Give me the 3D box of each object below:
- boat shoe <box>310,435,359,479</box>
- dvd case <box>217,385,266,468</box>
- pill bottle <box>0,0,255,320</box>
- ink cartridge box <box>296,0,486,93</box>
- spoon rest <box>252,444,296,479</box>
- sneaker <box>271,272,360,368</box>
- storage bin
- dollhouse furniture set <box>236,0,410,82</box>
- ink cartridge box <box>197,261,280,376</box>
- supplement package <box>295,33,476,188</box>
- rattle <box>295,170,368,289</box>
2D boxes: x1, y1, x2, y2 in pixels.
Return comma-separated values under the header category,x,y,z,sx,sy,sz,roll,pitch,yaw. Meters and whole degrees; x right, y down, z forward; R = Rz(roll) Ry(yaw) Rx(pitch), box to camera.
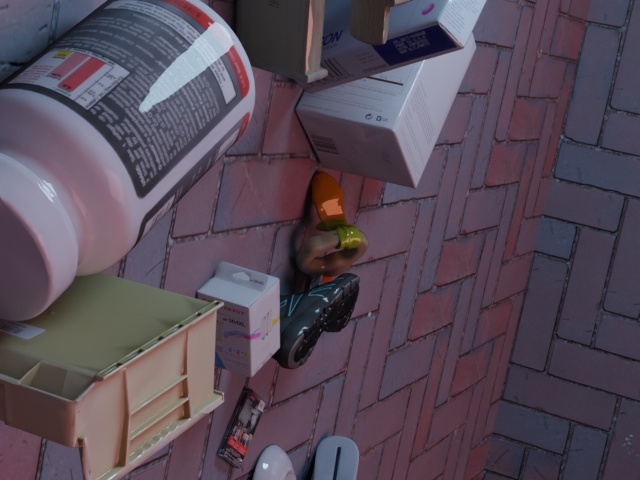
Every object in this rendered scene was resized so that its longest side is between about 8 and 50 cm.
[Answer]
category,x,y,z,sx,sy,sz,roll,pitch,yaw
boat shoe,0.016,0.520,2.377,0.335,0.121,0.119,-68,163,-47
dvd case,-0.127,0.305,2.089,0.119,0.013,0.087,-67,157,-16
pill bottle,-0.237,-0.095,1.307,0.363,0.210,0.210,-51,148,-44
ink cartridge box,0.133,-0.382,1.884,0.071,0.324,0.330,42,59,-28
spoon rest,-0.096,0.493,2.227,0.137,0.084,0.276,20,73,-69
sneaker,-0.024,0.109,2.074,0.267,0.106,0.101,-35,140,-54
storage bin,-0.272,0.125,1.298,0.260,0.262,0.123,-32,132,-59
dollhouse furniture set,0.066,-0.345,1.762,0.303,0.286,0.198,-26,129,-47
ink cartridge box,-0.119,0.108,1.876,0.090,0.092,0.143,-45,142,-49
supplement package,0.112,-0.264,2.068,0.293,0.175,0.177,-65,154,-22
rattle,0.000,0.000,2.172,0.130,0.143,0.200,-33,162,-12
